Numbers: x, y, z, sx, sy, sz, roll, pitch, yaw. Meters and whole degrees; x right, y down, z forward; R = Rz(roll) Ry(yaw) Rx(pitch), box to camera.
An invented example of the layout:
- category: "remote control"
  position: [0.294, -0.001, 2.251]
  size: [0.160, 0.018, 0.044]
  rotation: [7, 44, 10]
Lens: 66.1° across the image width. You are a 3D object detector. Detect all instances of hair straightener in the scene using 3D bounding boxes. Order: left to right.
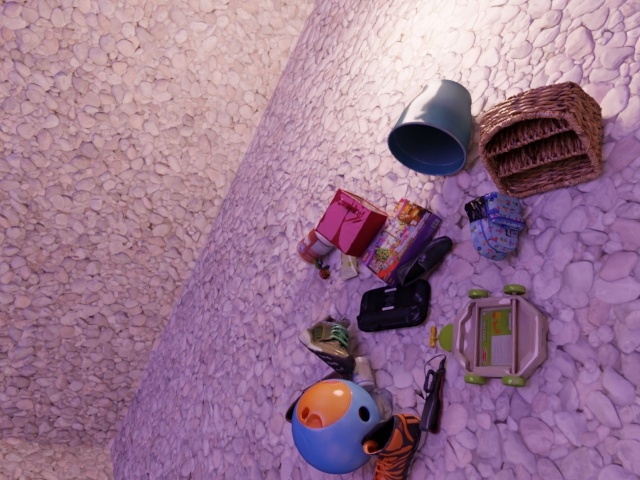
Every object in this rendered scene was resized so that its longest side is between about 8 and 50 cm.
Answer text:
- category: "hair straightener"
  position: [0.328, 0.446, 1.447]
  size: [0.047, 0.089, 0.230]
  rotation: [1, 73, 57]

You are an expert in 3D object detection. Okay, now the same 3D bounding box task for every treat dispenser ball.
- category: "treat dispenser ball"
  position: [0.051, 0.591, 1.577]
  size: [0.288, 0.288, 0.287]
  rotation: [-32, 47, 42]

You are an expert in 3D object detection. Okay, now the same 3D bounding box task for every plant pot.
- category: "plant pot"
  position: [0.403, -0.406, 1.701]
  size: [0.272, 0.272, 0.255]
  rotation: [-8, 51, 53]

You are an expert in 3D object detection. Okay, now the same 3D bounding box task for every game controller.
- category: "game controller"
  position: [0.250, 0.230, 1.727]
  size: [0.319, 0.067, 0.166]
  rotation: [-20, 42, 48]

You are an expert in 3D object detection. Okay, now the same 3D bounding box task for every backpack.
- category: "backpack"
  position: [0.505, -0.035, 1.412]
  size: [0.117, 0.158, 0.173]
  rotation: [-32, 49, 52]

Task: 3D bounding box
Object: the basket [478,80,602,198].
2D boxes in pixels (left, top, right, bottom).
- category: "basket"
  position: [0.595, -0.273, 1.371]
  size: [0.299, 0.214, 0.222]
  rotation: [-12, 61, 52]

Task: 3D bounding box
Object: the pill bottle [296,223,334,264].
- category: "pill bottle"
  position: [0.000, 0.000, 2.146]
  size: [0.216, 0.121, 0.121]
  rotation: [-45, 39, 31]

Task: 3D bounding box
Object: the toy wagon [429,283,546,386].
- category: "toy wagon"
  position: [0.459, 0.269, 1.385]
  size: [0.345, 0.068, 0.266]
  rotation: [-17, 58, 51]

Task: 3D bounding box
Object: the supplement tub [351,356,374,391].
- category: "supplement tub"
  position: [0.144, 0.469, 1.713]
  size: [0.071, 0.071, 0.107]
  rotation: [-45, 39, 31]

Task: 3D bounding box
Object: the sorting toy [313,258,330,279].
- category: "sorting toy"
  position: [0.014, 0.118, 2.116]
  size: [0.042, 0.061, 0.101]
  rotation: [-30, 75, 25]

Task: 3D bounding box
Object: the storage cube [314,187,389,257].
- category: "storage cube"
  position: [0.129, -0.061, 1.886]
  size: [0.184, 0.215, 0.193]
  rotation: [38, 105, 32]

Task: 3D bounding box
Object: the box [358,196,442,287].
- category: "box"
  position: [0.280, 0.001, 1.768]
  size: [0.293, 0.057, 0.201]
  rotation: [-56, 31, 5]

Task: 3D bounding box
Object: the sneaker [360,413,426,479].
- category: "sneaker"
  position: [0.179, 0.655, 1.449]
  size: [0.125, 0.180, 0.320]
  rotation: [15, 84, 53]

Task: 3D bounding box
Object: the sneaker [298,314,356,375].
- category: "sneaker"
  position: [0.045, 0.355, 1.812]
  size: [0.182, 0.158, 0.410]
  rotation: [-52, 17, -9]

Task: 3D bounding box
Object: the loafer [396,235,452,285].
- category: "loafer"
  position: [0.347, 0.073, 1.627]
  size: [0.223, 0.076, 0.078]
  rotation: [-42, 23, 20]

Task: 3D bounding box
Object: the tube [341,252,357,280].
- category: "tube"
  position: [0.115, 0.042, 2.020]
  size: [0.070, 0.062, 0.239]
  rotation: [86, -177, -67]

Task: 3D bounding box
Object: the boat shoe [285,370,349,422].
- category: "boat shoe"
  position: [-0.015, 0.593, 1.825]
  size: [0.324, 0.117, 0.123]
  rotation: [-53, 36, 22]
